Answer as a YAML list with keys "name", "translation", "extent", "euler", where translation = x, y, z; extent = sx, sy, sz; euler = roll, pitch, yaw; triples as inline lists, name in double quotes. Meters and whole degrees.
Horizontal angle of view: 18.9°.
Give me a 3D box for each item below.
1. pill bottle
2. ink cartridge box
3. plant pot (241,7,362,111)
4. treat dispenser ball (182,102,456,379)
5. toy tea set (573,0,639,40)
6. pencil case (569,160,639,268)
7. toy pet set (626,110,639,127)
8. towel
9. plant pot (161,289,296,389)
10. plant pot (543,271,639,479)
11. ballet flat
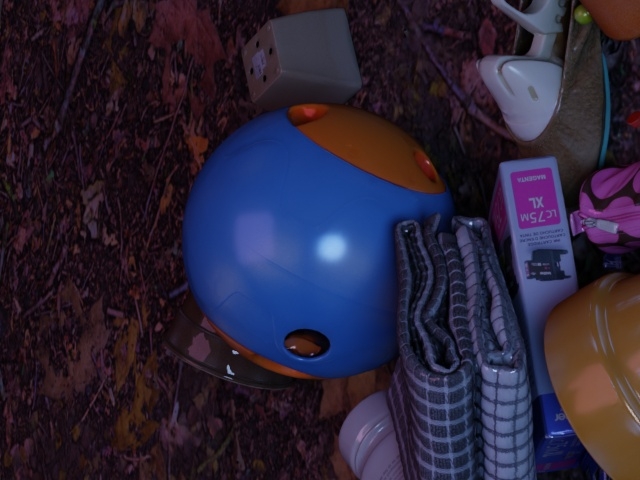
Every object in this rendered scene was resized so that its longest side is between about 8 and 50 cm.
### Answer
- name: "pill bottle"
  translation: [0.114, 0.253, 1.939]
  extent: [0.229, 0.131, 0.131]
  euler: [48, 126, 48]
- name: "ink cartridge box"
  translation: [0.210, 0.096, 1.792]
  extent: [0.186, 0.065, 0.311]
  euler: [84, 176, -74]
- name: "plant pot"
  translation: [-0.029, -0.204, 2.234]
  extent: [0.109, 0.096, 0.109]
  euler: [-40, 55, 48]
- name: "treat dispenser ball"
  translation: [0.000, 0.000, 1.994]
  extent: [0.288, 0.288, 0.288]
  euler: [-7, 81, 57]
- name: "toy tea set"
  translation: [0.352, -0.256, 1.663]
  extent: [0.200, 0.124, 0.336]
  euler: [-56, 30, -6]
- name: "pencil case"
  translation: [0.316, -0.035, 1.678]
  extent: [0.209, 0.098, 0.095]
  euler: [-16, 82, 56]
- name: "toy pet set"
  translation: [0.348, -0.130, 1.679]
  extent: [0.114, 0.065, 0.122]
  euler: [-6, 44, 51]
- name: "towel"
  translation: [0.124, 0.133, 1.791]
  extent: [0.284, 0.121, 0.235]
  euler: [-98, 0, -58]
- name: "plant pot"
  translation: [-0.082, 0.065, 2.250]
  extent: [0.167, 0.167, 0.165]
  euler: [35, 109, 53]
- name: "plant pot"
  translation: [0.322, 0.092, 1.590]
  extent: [0.188, 0.205, 0.205]
  euler: [-37, 56, 32]
- name: "ballet flat"
  translation: [0.213, -0.205, 1.829]
  extent: [0.116, 0.124, 0.342]
  euler: [16, 102, 57]
